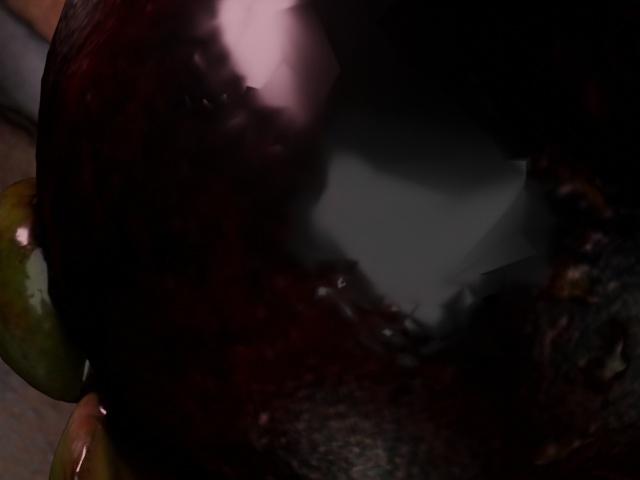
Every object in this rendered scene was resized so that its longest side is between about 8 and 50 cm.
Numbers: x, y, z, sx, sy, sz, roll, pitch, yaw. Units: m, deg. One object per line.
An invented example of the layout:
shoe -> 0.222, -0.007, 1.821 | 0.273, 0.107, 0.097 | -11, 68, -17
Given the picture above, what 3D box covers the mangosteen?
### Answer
mangosteen -> 0.012, -0.007, 0.486 | 0.330, 0.330, 0.330 | 0, 95, -4
